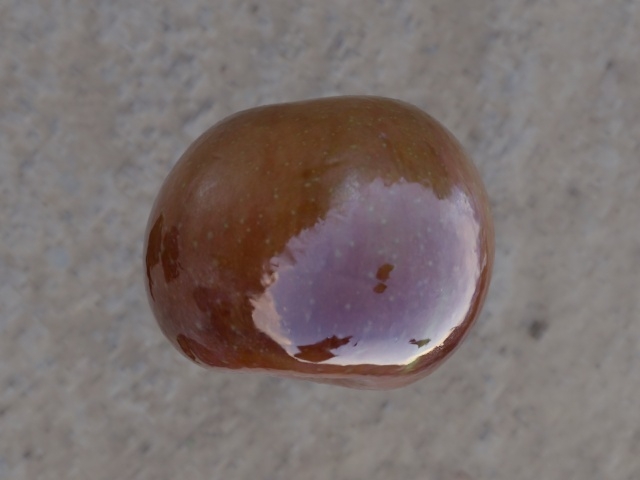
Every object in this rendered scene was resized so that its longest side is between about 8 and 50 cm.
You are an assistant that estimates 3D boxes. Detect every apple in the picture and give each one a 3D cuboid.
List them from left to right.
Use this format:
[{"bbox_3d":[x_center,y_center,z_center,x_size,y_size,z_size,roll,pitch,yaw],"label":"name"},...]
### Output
[{"bbox_3d":[0.000,0.000,0.971,0.201,0.201,0.162,11,82,-41],"label":"apple"}]
